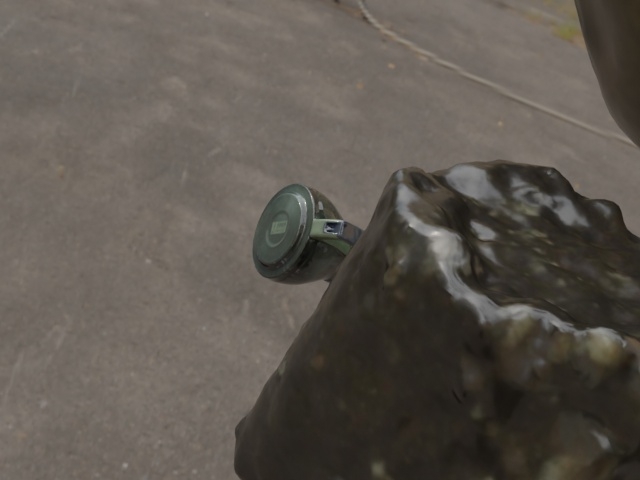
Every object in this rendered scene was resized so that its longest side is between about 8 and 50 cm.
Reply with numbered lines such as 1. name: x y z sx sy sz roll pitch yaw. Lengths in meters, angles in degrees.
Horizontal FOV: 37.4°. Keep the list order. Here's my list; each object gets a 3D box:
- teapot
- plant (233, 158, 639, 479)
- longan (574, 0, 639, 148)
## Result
1. teapot: 0.000 0.000 0.618 0.057 0.066 0.088 21 -16 -35
2. plant: 0.065 0.108 0.454 0.199 0.276 0.188 37 36 28
3. longan: 0.251 -0.157 0.526 0.246 0.246 0.215 29 -1 19
